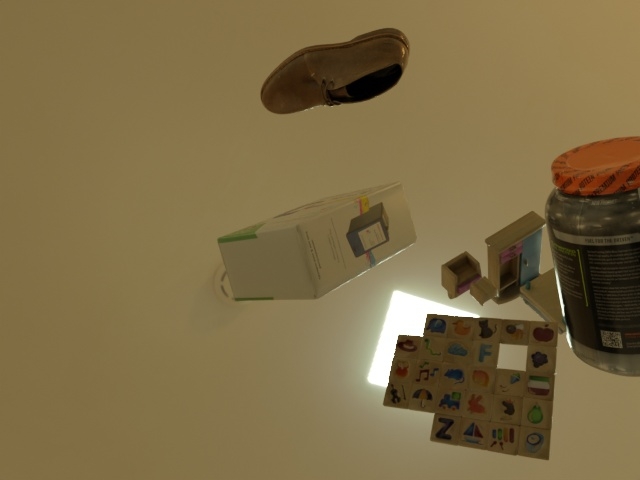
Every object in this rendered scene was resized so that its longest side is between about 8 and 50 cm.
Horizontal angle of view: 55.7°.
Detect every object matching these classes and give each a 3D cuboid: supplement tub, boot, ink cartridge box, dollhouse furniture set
[{"bbox_3d":[0.267,0.013,0.536,0.117,0.117,0.190,-22,-69,-9],"label":"supplement tub"},{"bbox_3d":[0.015,-0.293,1.118,0.305,0.115,0.112,-15,-48,24],"label":"boot"},{"bbox_3d":[0.000,0.000,0.788,0.212,0.154,0.093,-22,-79,-44],"label":"ink cartridge box"},{"bbox_3d":[0.469,0.136,1.302,0.286,0.303,0.198,-29,-45,-12],"label":"dollhouse furniture set"}]

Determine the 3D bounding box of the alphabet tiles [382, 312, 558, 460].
[{"bbox_3d":[0.214,0.200,0.880,0.237,0.009,0.198,1,-123,27],"label":"alphabet tiles"}]
